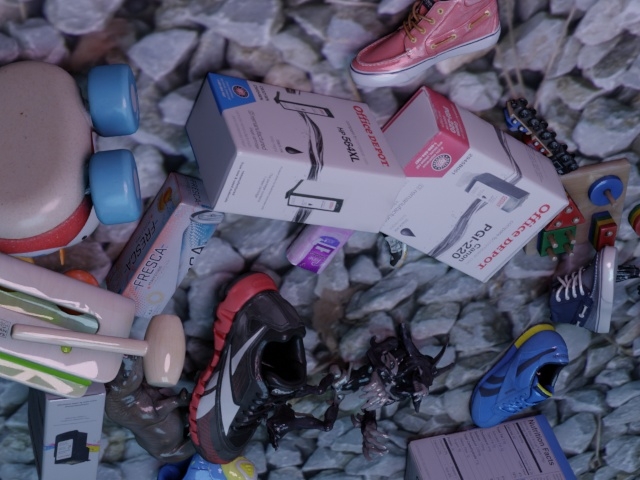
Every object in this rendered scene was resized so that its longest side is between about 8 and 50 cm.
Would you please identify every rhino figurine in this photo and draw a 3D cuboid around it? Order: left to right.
[{"bbox_3d":[-0.222,0.211,1.719,0.106,0.073,0.243,-30,134,5],"label":"rhino figurine"}]

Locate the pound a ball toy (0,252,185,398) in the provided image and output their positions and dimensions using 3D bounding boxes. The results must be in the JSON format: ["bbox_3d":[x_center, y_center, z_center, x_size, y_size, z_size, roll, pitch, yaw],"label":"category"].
[{"bbox_3d":[-0.315,0.066,1.433,0.319,0.136,0.208,21,157,-21],"label":"pound a ball toy"}]

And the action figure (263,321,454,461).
[{"bbox_3d":[0.058,0.213,1.778,0.275,0.141,0.164,-15,129,-3],"label":"action figure"}]

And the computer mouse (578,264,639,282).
[{"bbox_3d":[0.471,0.044,1.845,0.242,0.041,0.071,4,156,-18],"label":"computer mouse"}]

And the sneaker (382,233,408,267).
[{"bbox_3d":[0.094,-0.003,1.664,0.037,0.032,0.083,7,126,-8],"label":"sneaker"}]

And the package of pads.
[{"bbox_3d":[0.000,0.000,1.625,0.050,0.032,0.083,21,122,-32],"label":"package of pads"}]

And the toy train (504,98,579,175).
[{"bbox_3d":[0.266,-0.124,1.609,0.036,0.027,0.158,-27,138,24],"label":"toy train"}]

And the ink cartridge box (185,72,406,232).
[{"bbox_3d":[-0.028,-0.094,1.439,0.203,0.148,0.086,7,128,-27],"label":"ink cartridge box"}]

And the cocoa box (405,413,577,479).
[{"bbox_3d":[0.265,0.475,2.040,0.228,0.231,0.347,-10,135,-12],"label":"cocoa box"}]

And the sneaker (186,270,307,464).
[{"bbox_3d":[-0.087,0.182,1.651,0.097,0.135,0.276,-10,126,-45],"label":"sneaker"}]

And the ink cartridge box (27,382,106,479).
[{"bbox_3d":[-0.317,0.203,1.635,0.072,0.127,0.175,-5,135,-20],"label":"ink cartridge box"}]

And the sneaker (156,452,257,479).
[{"bbox_3d":[-0.195,0.374,1.893,0.126,0.091,0.240,28,120,-17],"label":"sneaker"}]

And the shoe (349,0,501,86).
[{"bbox_3d":[0.110,-0.231,1.424,0.178,0.063,0.081,-20,135,-8],"label":"shoe"}]

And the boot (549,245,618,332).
[{"bbox_3d":[0.349,0.066,1.764,0.086,0.069,0.190,8,148,13],"label":"boot"}]

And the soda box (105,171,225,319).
[{"bbox_3d":[-0.184,0.009,1.547,0.063,0.058,0.183,15,126,-31],"label":"soda box"}]

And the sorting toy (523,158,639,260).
[{"bbox_3d":[0.328,-0.030,1.708,0.274,0.046,0.132,-11,135,-10],"label":"sorting toy"}]

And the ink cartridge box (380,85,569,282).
[{"bbox_3d":[0.160,-0.061,1.570,0.218,0.092,0.158,24,123,-33],"label":"ink cartridge box"}]

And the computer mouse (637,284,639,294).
[{"bbox_3d":[0.496,0.105,1.889,0.106,0.042,0.193,-9,150,0],"label":"computer mouse"}]

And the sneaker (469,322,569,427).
[{"bbox_3d":[0.286,0.215,1.906,0.069,0.082,0.209,11,129,-31],"label":"sneaker"}]

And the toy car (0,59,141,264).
[{"bbox_3d":[-0.285,-0.043,1.373,0.219,0.210,0.238,-7,148,1],"label":"toy car"}]
